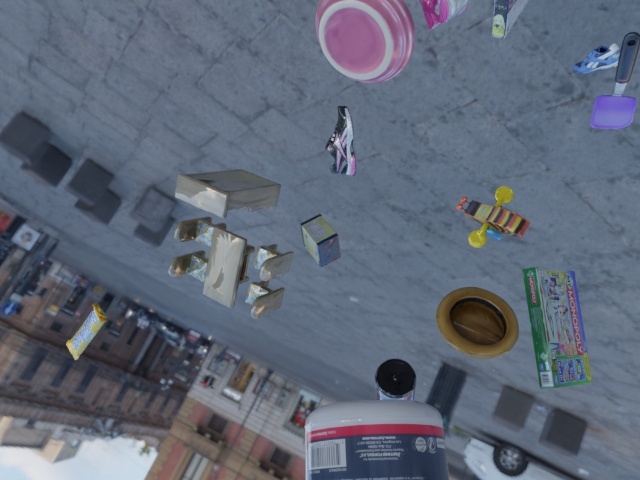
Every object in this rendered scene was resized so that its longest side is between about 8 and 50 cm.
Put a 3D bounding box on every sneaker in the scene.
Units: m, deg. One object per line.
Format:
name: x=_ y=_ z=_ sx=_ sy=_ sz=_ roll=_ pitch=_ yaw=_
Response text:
sneaker: x=0.048 y=-0.250 z=1.408 sx=0.077 sy=0.178 sz=0.072 roll=-3 pitch=-173 yaw=5
sneaker: x=0.721 y=-0.474 z=1.450 sx=0.059 sy=0.053 sz=0.144 roll=60 pitch=160 yaw=-16
sneaker: x=0.354 y=-0.661 z=1.559 sx=0.252 sy=0.111 sz=0.103 roll=-112 pitch=-3 yaw=-68

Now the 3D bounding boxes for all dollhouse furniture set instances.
dollhouse furniture set: x=-0.178 y=0.005 z=1.002 sx=0.212 sy=0.242 sz=0.161 roll=23 pitch=-160 yaw=25

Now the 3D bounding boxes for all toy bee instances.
toy bee: x=0.499 y=-0.067 z=1.707 sx=0.162 sy=0.195 sz=0.298 roll=30 pitch=160 yaw=-8

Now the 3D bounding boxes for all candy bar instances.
candy bar: x=-0.431 y=0.168 z=1.024 sx=0.161 sy=0.018 sz=0.040 roll=-44 pitch=74 yaw=36

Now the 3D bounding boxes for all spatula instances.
spatula: x=0.612 y=-0.317 z=1.133 sx=0.084 sy=0.030 sz=0.296 roll=9 pitch=163 yaw=22

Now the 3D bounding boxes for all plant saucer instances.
plant saucer: x=0.122 y=-0.623 z=1.700 sx=0.332 sy=0.084 sz=0.332 roll=22 pitch=142 yaw=18

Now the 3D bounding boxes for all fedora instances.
fedora: x=0.371 y=0.206 z=1.333 sx=0.194 sy=0.194 sz=0.079 roll=21 pitch=151 yaw=19

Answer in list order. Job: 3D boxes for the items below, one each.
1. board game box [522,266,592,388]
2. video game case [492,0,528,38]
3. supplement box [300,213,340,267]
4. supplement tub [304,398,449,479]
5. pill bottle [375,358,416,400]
board game box: x=0.654 y=0.237 z=1.534 sx=0.213 sy=0.318 sz=0.046 roll=6 pitch=164 yaw=-38
video game case: x=0.529 y=-0.699 z=1.493 sx=0.041 sy=0.232 sz=0.210 roll=23 pitch=155 yaw=25
supplement box: x=0.000 y=0.000 z=1.300 sx=0.083 sy=0.056 sz=0.083 roll=51 pitch=160 yaw=36
supplement tub: x=0.075 y=0.356 z=0.717 sx=0.191 sy=0.272 sz=0.191 roll=-1 pitch=155 yaw=-1
pill bottle: x=0.229 y=0.459 z=1.707 sx=0.122 sy=0.123 sz=0.219 roll=21 pitch=150 yaw=19
